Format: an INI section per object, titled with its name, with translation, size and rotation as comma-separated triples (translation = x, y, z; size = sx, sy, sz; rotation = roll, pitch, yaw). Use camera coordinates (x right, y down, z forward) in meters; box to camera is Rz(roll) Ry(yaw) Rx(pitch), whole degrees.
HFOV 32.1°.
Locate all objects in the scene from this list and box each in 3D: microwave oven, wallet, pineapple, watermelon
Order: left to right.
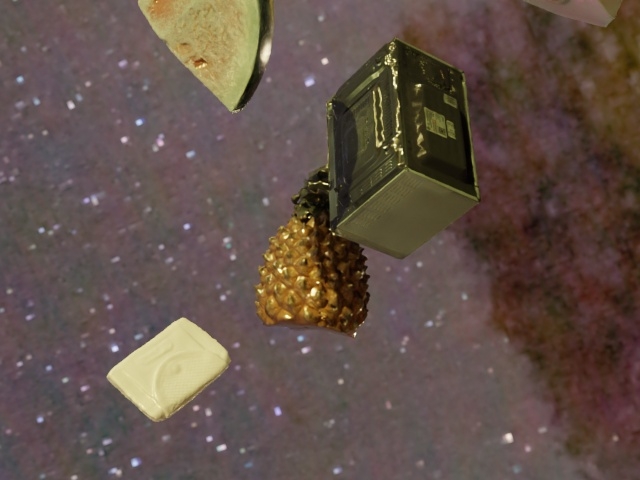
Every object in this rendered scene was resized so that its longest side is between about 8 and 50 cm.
[wallet]
translation = -0.234, 0.199, 1.755
size = 0.124, 0.032, 0.183
rotation = 38, -130, 17
[watermelon]
translation = -0.175, -0.325, 1.720
size = 0.320, 0.214, 0.289
rotation = 137, 129, -69
[pineapple]
translation = -0.001, 0.000, 2.122
size = 0.223, 0.223, 0.357
rotation = 26, -110, -60
[microwave oven]
translation = 0.127, -0.160, 1.904
size = 0.181, 0.237, 0.295
rotation = 21, -131, -28

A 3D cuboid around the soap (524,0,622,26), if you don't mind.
[soap]
translation = 0.277, -0.428, 1.570
size = 0.208, 0.347, 0.115
rotation = 75, -142, -87
